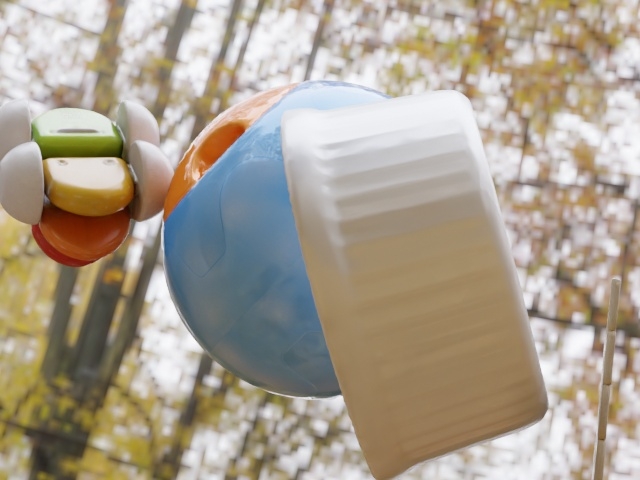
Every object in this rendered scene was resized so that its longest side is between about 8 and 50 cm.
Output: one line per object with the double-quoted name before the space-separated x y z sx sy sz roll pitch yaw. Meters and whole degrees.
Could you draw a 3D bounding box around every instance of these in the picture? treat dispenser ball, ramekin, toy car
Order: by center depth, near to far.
"ramekin" 0.071 0.025 1.366 0.135 0.277 0.277 -15 -38 5
"treat dispenser ball" 0.000 0.000 1.711 0.288 0.288 0.288 9 -33 6
"toy car" -0.228 -0.050 1.788 0.159 0.182 0.136 -1 -56 -17

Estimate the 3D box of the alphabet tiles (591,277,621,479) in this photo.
"alphabet tiles" 0.206 0.161 1.410 0.009 0.198 0.237 5 -21 9
